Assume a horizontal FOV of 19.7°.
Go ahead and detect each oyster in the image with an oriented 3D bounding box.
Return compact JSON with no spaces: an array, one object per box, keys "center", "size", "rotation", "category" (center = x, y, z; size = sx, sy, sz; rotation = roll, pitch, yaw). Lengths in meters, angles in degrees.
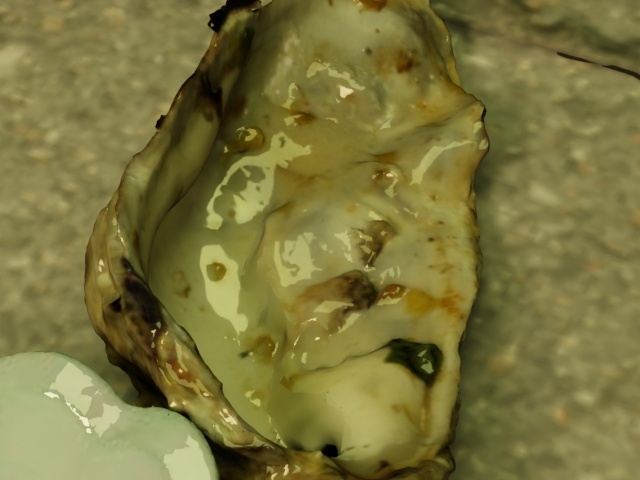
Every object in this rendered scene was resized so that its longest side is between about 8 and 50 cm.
[{"center":[0.004,0.005,0.721],"size":[0.166,0.094,0.294],"rotation":[25,49,1],"category":"oyster"}]

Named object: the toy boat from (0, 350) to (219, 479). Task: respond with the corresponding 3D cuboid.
[{"center":[-0.165,0.143,0.621],"size":[0.290,0.100,0.199],"rotation":[-7,54,1],"category":"toy boat"}]
